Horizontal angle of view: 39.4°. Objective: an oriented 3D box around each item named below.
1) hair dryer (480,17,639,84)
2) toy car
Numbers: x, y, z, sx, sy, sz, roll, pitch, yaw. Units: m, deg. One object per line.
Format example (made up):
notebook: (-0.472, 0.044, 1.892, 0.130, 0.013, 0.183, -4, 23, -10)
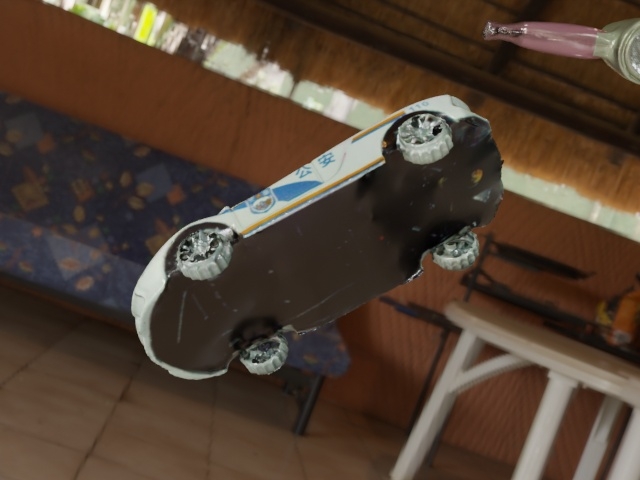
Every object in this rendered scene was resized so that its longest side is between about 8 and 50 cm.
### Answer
hair dryer: (0.213, -0.170, 0.751, 0.154, 0.054, 0.106, 8, 17, -6)
toy car: (0.000, 0.000, 0.452, 0.056, 0.205, 0.095, 61, -3, 43)
